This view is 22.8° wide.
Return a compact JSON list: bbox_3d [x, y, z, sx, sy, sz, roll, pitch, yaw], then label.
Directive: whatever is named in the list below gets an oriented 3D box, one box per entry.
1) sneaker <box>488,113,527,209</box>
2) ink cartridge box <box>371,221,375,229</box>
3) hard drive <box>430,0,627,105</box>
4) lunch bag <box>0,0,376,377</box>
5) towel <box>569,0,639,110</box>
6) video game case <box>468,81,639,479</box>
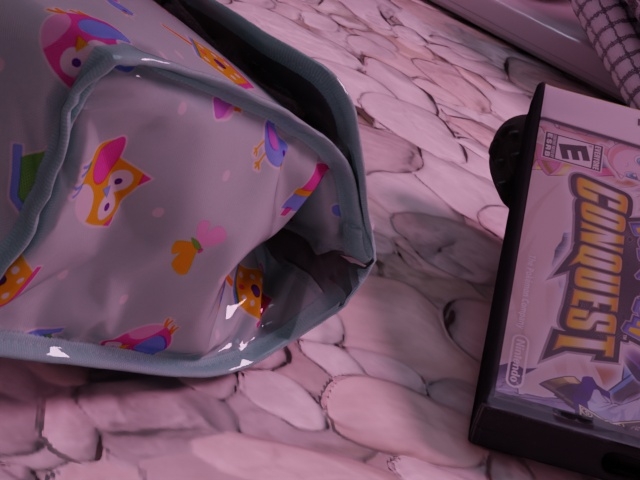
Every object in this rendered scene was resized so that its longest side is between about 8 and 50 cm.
[{"bbox_3d":[0.211,-0.005,0.994,0.234,0.078,0.106,33,19,23],"label":"sneaker"},{"bbox_3d":[0.000,0.000,0.860,0.048,0.028,0.083,26,22,1],"label":"ink cartridge box"},{"bbox_3d":[0.241,-0.207,1.547,0.307,0.040,0.203,30,23,11],"label":"hard drive"},{"bbox_3d":[-0.110,-0.052,0.701,0.223,0.160,0.262,35,13,29],"label":"lunch bag"},{"bbox_3d":[0.380,-0.164,1.394,0.283,0.121,0.235,-1,52,-36],"label":"towel"},{"bbox_3d":[0.219,0.033,0.847,0.248,0.035,0.275,16,41,2],"label":"video game case"}]
